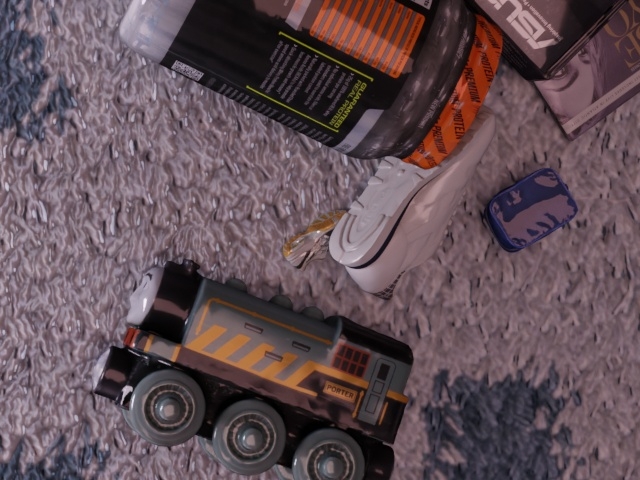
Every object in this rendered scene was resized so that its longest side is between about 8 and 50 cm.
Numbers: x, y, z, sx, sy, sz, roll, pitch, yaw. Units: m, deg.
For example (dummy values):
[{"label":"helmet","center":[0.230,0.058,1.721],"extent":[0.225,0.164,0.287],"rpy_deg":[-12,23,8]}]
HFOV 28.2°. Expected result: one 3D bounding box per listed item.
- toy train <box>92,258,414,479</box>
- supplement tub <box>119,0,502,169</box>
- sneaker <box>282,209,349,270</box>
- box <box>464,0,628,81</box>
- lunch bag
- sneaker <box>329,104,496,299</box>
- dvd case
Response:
[{"label":"toy train","center":[-0.062,0.148,1.332],"extent":[0.334,0.142,0.190],"rpy_deg":[22,81,-11]},{"label":"supplement tub","center":[-0.007,-0.212,1.249],"extent":[0.338,0.207,0.207],"rpy_deg":[26,92,-13]},{"label":"sneaker","center":[0.000,0.000,1.373],"extent":[0.083,0.032,0.037],"rpy_deg":[-34,119,-2]},{"label":"box","center":[0.200,-0.412,1.308],"extent":[0.318,0.097,0.395],"rpy_deg":[-44,98,0]},{"label":"lunch bag","center":[0.230,-0.034,1.389],"extent":[0.098,0.065,0.067],"rpy_deg":[-29,86,-4]},{"label":"sneaker","center":[0.110,-0.046,1.365],"extent":[0.235,0.090,0.095],"rpy_deg":[-49,125,-5]},{"label":"dvd case","center":[0.280,-0.245,1.393],"extent":[0.164,0.018,0.221],"rpy_deg":[-36,102,-4]}]
